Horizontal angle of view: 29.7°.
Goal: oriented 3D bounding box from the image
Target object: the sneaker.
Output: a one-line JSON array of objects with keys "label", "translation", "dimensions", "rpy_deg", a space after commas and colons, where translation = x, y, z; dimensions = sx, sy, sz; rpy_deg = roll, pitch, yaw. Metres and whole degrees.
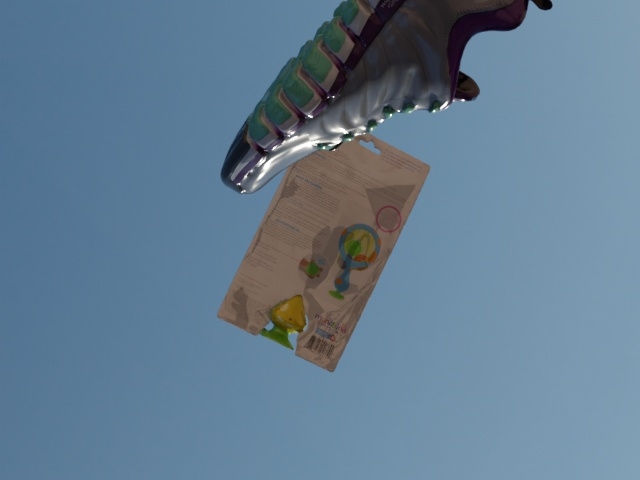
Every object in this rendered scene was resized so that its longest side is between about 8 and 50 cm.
[{"label": "sneaker", "translation": [0.031, -0.086, 0.708], "dimensions": [0.098, 0.224, 0.083], "rpy_deg": [37, -147, -10]}]

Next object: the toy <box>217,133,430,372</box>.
[{"label": "toy", "translation": [0.000, 0.000, 1.245], "dimensions": [0.136, 0.056, 0.237], "rpy_deg": [27, -99, -13]}]
